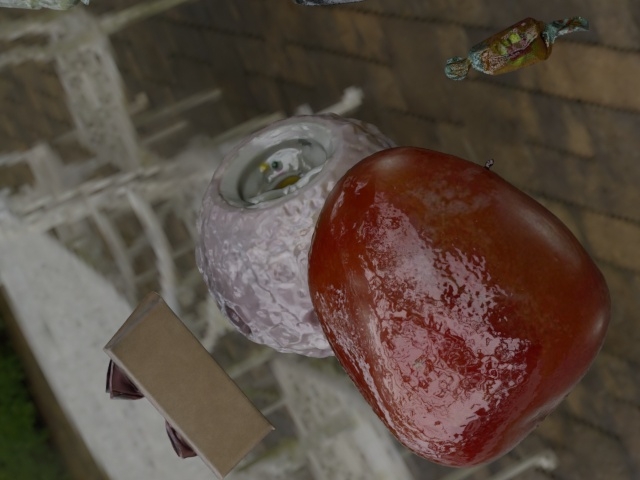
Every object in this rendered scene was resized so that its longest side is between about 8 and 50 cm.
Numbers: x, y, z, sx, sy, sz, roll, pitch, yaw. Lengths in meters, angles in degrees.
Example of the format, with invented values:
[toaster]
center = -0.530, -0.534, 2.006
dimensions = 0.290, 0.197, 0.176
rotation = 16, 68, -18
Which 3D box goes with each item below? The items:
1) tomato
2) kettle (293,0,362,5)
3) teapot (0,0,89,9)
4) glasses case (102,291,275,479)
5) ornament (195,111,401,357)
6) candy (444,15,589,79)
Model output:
[tomato]
center = 0.058, 0.044, 0.866
dimensions = 0.174, 0.082, 0.166
rotation = 41, 123, 3
[kettle]
center = 0.061, -0.366, 1.402
dimensions = 0.207, 0.251, 0.271
rotation = -49, -52, -63
[teapot]
center = -0.287, -0.231, 1.318
dimensions = 0.107, 0.200, 0.077
rotation = -106, 23, -54
[glasses case]
center = -0.147, 0.155, 1.599
dimensions = 0.193, 0.102, 0.070
rotation = 50, 165, -17
[ornament]
center = 0.000, 0.000, 1.664
dimensions = 0.259, 0.259, 0.225
rotation = 36, 159, 54
[candy]
center = 0.234, -0.233, 1.891
dimensions = 0.046, 0.182, 0.053
rotation = 68, -177, -48
